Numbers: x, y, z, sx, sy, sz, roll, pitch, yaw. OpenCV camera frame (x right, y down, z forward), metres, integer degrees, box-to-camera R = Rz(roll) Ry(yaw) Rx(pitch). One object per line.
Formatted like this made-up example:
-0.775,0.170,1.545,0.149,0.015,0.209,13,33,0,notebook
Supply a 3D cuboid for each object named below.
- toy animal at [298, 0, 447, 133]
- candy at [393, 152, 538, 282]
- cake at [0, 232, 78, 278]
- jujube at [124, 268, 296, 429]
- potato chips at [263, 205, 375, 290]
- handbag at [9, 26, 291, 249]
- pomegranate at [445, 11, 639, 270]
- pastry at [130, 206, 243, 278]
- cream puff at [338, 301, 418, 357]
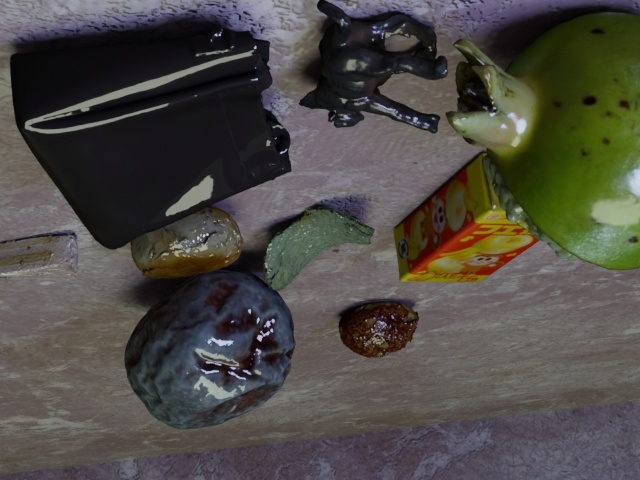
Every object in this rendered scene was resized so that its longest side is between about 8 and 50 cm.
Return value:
0.048,-0.165,1.188,0.148,0.085,0.233,-5,164,1,toy animal
0.221,-0.025,1.633,0.146,0.088,0.276,2,159,-21,candy
-0.386,0.020,1.588,0.121,0.052,0.065,0,164,-18,cake
-0.168,0.161,1.810,0.246,0.215,0.308,-4,157,-40,jujube
0.002,0.007,1.687,0.167,0.059,0.228,5,153,-47,potato chips
-0.161,-0.114,1.213,0.257,0.113,0.285,-14,153,0,handbag
0.261,-0.109,1.186,0.340,0.260,0.260,15,151,-34,pomegranate
-0.177,0.005,1.573,0.153,0.081,0.153,-10,158,-4,pastry
0.106,0.163,2.113,0.149,0.084,0.149,-7,162,-2,cream puff
